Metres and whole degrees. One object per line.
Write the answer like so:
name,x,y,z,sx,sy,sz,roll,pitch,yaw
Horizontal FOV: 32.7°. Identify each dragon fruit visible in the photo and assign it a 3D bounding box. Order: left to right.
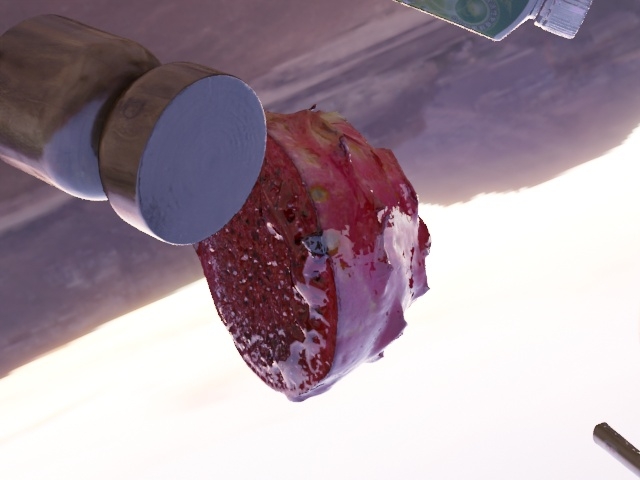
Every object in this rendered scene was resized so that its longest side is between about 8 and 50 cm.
dragon fruit,0.000,0.000,1.410,0.249,0.386,0.371,-14,-177,-31

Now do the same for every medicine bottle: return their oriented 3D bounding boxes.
medicine bottle,0.166,-0.265,1.024,0.132,0.189,0.088,109,5,-45

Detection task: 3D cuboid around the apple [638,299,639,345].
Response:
apple,0.361,0.083,0.676,0.269,0.344,0.345,-30,180,20

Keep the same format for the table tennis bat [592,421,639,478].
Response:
table tennis bat,0.347,0.245,1.065,0.022,0.138,0.246,-17,-154,-17

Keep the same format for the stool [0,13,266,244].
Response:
stool,-0.212,-0.121,1.142,0.264,0.179,0.179,23,-147,34
